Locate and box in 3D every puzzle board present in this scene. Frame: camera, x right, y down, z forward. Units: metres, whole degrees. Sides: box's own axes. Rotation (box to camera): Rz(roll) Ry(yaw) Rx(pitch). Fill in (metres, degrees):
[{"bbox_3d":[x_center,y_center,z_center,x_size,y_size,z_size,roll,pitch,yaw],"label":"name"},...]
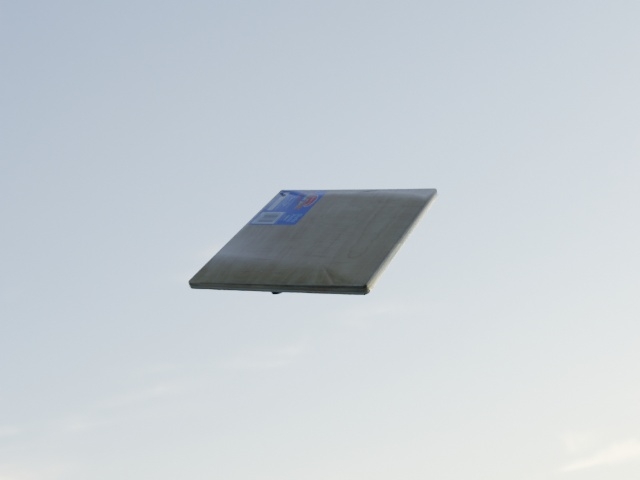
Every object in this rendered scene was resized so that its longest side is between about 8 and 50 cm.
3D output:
[{"bbox_3d":[0.000,0.000,0.686,0.096,0.011,0.128,0,23,22],"label":"puzzle board"}]
